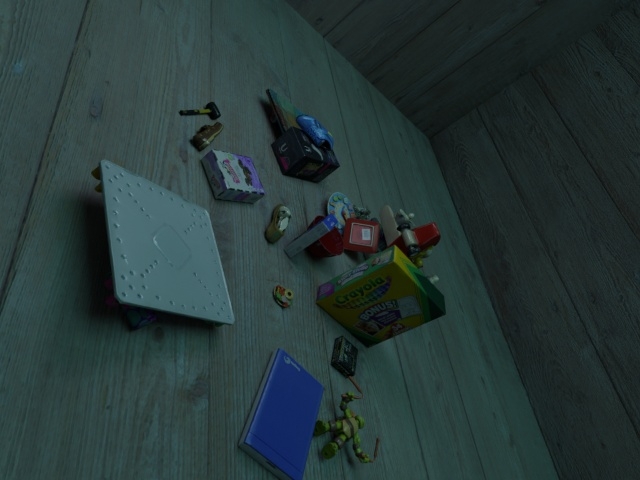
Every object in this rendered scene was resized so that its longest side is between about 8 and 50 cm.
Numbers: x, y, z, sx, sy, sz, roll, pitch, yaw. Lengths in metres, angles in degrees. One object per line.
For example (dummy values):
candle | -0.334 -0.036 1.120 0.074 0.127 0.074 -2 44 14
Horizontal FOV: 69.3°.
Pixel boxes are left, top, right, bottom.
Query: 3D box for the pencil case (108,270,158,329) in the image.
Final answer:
pencil case | -0.448 0.135 1.107 0.064 0.070 0.151 -20 80 -60

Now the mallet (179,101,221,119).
mallet | -0.443 -0.471 1.720 0.062 0.039 0.190 57 34 -6

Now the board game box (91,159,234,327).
board game box | -0.402 0.025 1.204 0.390 0.050 0.390 32 34 -57

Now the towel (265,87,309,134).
towel | -0.112 -0.556 2.225 0.370 0.040 0.271 14 51 -62

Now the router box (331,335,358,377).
router box | 0.088 0.418 1.666 0.092 0.038 0.122 46 31 -21

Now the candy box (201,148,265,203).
candy box | -0.308 -0.225 1.648 0.196 0.070 0.164 1 62 -56

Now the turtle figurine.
turtle figurine | 0.072 0.576 1.447 0.217 0.087 0.269 2 69 -49

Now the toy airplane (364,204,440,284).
toy airplane | 0.386 0.062 2.111 0.272 0.386 0.384 -4 19 -33

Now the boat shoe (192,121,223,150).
boat shoe | -0.403 -0.390 1.668 0.060 0.064 0.178 48 34 -21

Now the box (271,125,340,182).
box | -0.064 -0.380 2.079 0.270 0.143 0.165 5 56 -54

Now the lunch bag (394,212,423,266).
lunch bag | 0.426 0.010 2.409 0.258 0.120 0.293 36 34 -60

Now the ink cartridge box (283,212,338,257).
ink cartridge box | -0.036 -0.017 1.718 0.046 0.207 0.097 53 31 -6

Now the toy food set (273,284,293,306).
toy food set | -0.126 0.190 1.580 0.083 0.020 0.082 41 34 -27

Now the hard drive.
hard drive | -0.098 0.492 1.319 0.210 0.040 0.318 47 32 -18

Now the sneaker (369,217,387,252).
sneaker | 0.312 -0.042 2.365 0.083 0.098 0.223 35 37 -34

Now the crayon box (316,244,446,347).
crayon box | 0.223 0.220 1.723 0.313 0.363 0.106 43 33 -24

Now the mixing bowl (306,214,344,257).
mixing bowl | 0.000 0.000 1.866 0.181 0.098 0.181 37 35 -33

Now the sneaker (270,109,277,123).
sneaker | -0.201 -0.578 2.169 0.057 0.047 0.119 49 30 -38

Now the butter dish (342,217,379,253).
butter dish | 0.180 -0.006 2.123 0.160 0.118 0.160 9 66 -1

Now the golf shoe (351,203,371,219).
golf shoe | 0.162 -0.146 2.297 0.176 0.069 0.086 16 8 -33

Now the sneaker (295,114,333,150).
sneaker | -0.021 -0.466 2.015 0.209 0.069 0.082 33 40 -33

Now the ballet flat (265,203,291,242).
ballet flat | -0.142 -0.076 1.752 0.080 0.073 0.232 44 32 -23

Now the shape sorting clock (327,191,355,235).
shape sorting clock | 0.100 -0.125 2.152 0.206 0.040 0.206 25 58 -49
